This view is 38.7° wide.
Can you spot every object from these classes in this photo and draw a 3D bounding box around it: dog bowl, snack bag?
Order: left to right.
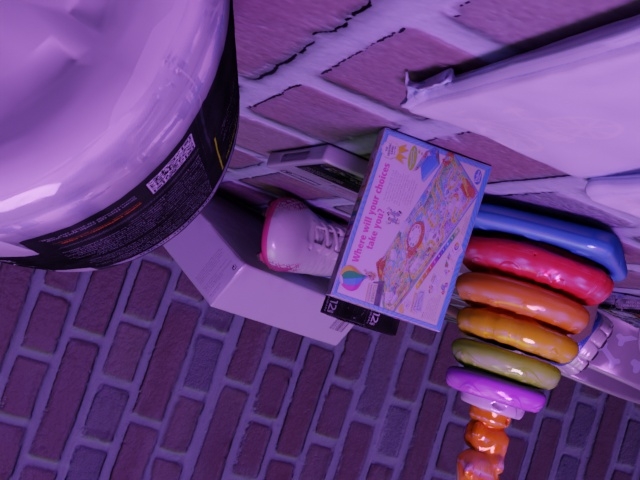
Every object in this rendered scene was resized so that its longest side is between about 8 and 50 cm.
[{"bbox_3d":[0.478,0.191,1.582,0.349,0.102,0.349,23,173,3],"label":"dog bowl"},{"bbox_3d":[0.253,-0.041,0.542,0.343,0.037,0.323,20,174,-19],"label":"snack bag"}]

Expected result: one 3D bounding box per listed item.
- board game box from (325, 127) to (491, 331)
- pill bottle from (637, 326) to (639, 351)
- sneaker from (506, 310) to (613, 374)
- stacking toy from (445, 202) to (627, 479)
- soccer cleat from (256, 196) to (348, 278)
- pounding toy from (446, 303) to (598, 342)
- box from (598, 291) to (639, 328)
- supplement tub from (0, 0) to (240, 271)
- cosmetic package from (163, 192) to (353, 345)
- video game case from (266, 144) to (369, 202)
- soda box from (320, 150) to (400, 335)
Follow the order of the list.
[{"bbox_3d":[0.078,-0.009,0.802,0.103,0.154,0.026,20,175,-9],"label":"board game box"},{"bbox_3d":[0.518,0.151,1.256,0.169,0.094,0.094,23,173,-40],"label":"pill bottle"},{"bbox_3d":[0.307,0.095,1.379,0.147,0.130,0.330,40,174,-10],"label":"sneaker"},{"bbox_3d":[0.196,0.124,0.953,0.166,0.301,0.175,15,174,27],"label":"stacking toy"},{"bbox_3d":[0.000,0.000,1.439,0.143,0.116,0.331,8,178,12],"label":"soccer cleat"},{"bbox_3d":[0.230,0.062,1.119,0.181,0.094,0.206,17,-168,28],"label":"pounding toy"},{"bbox_3d":[0.469,0.107,1.325,0.137,0.027,0.094,23,172,-39],"label":"box"},{"bbox_3d":[-0.146,-0.089,0.475,0.207,0.207,0.338,18,174,-2],"label":"supplement tub"},{"bbox_3d":[-0.122,0.033,1.614,0.284,0.097,0.377,49,-167,35],"label":"cosmetic package"},{"bbox_3d":[0.053,-0.063,1.044,0.190,0.022,0.173,21,174,-23],"label":"video game case"},{"bbox_3d":[0.061,0.002,0.880,0.060,0.169,0.053,13,173,43],"label":"soda box"}]
